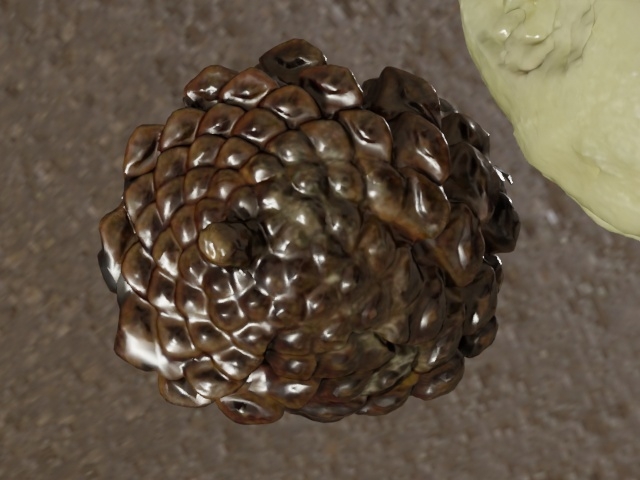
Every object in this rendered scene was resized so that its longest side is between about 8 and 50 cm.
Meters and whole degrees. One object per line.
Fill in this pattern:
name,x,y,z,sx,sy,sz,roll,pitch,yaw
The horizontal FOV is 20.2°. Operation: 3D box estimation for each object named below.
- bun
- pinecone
bun,0.223,-0.102,0.969,0.364,0.202,0.364,20,37,-16
pinecone,0.000,-0.003,1.346,0.296,0.298,0.242,24,22,-43
